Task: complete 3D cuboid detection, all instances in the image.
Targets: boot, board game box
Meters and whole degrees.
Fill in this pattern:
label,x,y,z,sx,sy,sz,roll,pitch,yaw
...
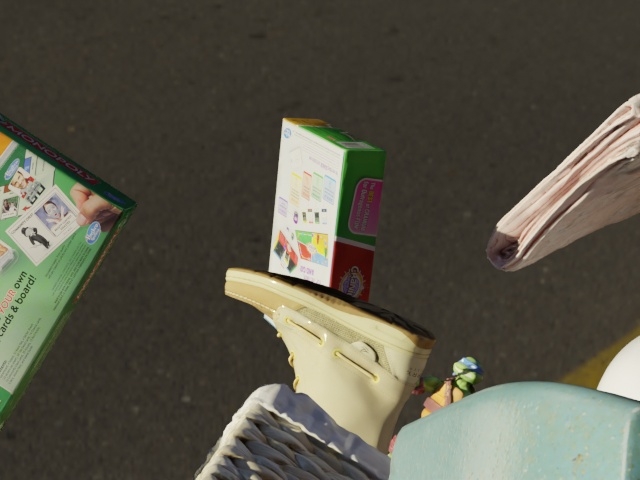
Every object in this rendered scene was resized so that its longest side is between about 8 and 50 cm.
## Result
label,x,y,z,sx,sy,sz,roll,pitch,yaw
boot,-0.018,0.152,1.440,0.262,0.203,0.095,21,7,24
board game box,-0.325,0.044,1.093,0.214,0.317,0.046,34,13,2
board game box,0.000,0.000,1.860,0.064,0.316,0.242,0,16,-23

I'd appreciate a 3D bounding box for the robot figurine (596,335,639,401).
label,x,y,z,sx,sy,sz,roll,pitch,yaw
robot figurine,0.407,0.182,1.214,0.354,0.199,0.300,5,6,-14

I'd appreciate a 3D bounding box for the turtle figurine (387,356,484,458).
label,x,y,z,sx,sy,sz,roll,pitch,yaw
turtle figurine,0.173,0.314,2.200,0.198,0.266,0.275,26,7,4

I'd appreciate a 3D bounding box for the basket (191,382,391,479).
label,x,y,z,sx,sy,sz,roll,pitch,yaw
basket,-0.031,0.369,1.114,0.331,0.328,0.266,35,30,5

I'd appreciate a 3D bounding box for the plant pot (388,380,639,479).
label,x,y,z,sx,sy,sz,roll,pitch,yaw
plant pot,0.177,0.207,0.709,0.248,0.252,0.247,16,62,-8

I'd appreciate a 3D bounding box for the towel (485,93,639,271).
label,x,y,z,sx,sy,sz,roll,pitch,yaw
towel,0.339,-0.095,1.172,0.332,0.317,0.053,-24,78,-22
